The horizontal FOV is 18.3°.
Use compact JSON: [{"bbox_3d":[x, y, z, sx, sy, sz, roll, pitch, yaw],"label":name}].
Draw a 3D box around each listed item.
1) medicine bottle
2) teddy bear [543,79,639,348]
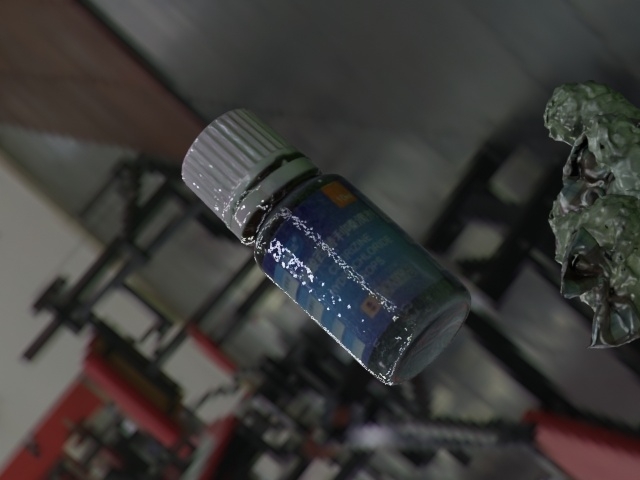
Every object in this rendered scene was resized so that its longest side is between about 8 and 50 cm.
[{"bbox_3d":[0.000,0.000,1.269,0.203,0.083,0.083,42,170,22],"label":"medicine bottle"},{"bbox_3d":[0.201,-0.012,1.257,0.213,0.111,0.133,-87,-12,-61],"label":"teddy bear"}]
